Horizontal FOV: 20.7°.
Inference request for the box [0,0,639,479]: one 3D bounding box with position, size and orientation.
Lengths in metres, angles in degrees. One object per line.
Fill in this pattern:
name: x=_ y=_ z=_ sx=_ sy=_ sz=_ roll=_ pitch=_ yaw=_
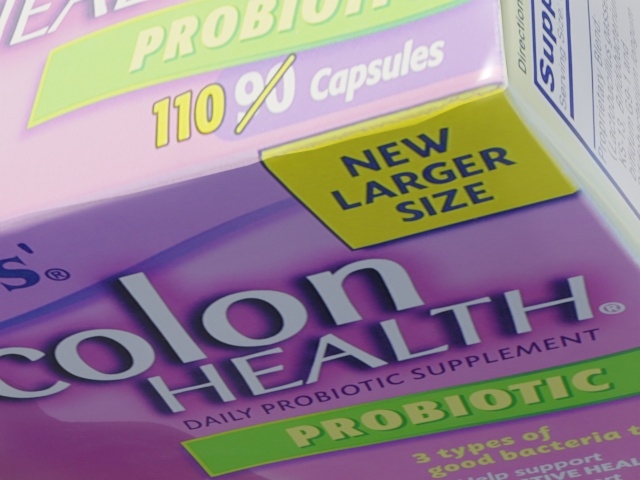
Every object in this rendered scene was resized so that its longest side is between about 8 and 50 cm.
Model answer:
box: x=0.000 y=0.000 z=0.477 sx=0.243 sy=0.213 sz=0.117 roll=45 pitch=39 yaw=-49
